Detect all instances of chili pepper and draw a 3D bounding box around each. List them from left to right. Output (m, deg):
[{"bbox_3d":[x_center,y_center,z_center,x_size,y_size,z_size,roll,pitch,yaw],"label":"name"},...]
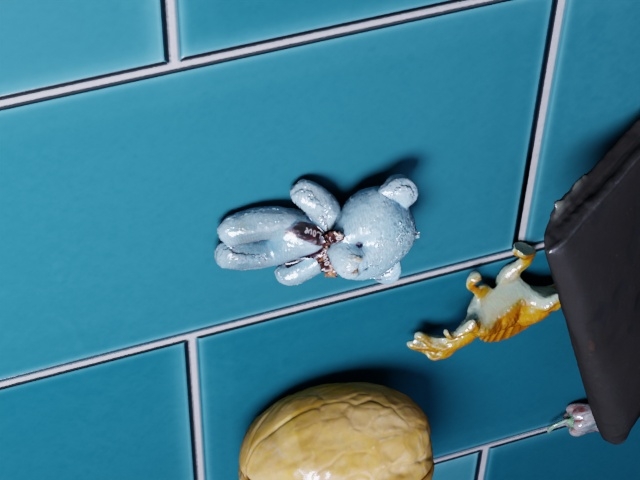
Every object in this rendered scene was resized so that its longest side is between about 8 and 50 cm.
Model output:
[{"bbox_3d":[0.331,0.196,1.805,0.153,0.041,0.050,-10,-179,-19],"label":"chili pepper"}]

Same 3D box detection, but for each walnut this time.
[{"bbox_3d":[0.018,0.223,1.578,0.197,0.165,0.165,-5,137,-28],"label":"walnut"}]

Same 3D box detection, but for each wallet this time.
[{"bbox_3d":[0.308,0.040,1.557,0.197,0.051,0.377,-49,144,-17],"label":"wallet"}]

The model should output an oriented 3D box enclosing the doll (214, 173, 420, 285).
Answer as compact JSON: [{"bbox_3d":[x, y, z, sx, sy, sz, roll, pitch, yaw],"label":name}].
[{"bbox_3d":[0.002,0.003,1.385,0.180,0.075,0.120,-9,135,-19],"label":"doll"}]

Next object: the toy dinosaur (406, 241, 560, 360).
[{"bbox_3d":[0.204,0.070,1.583,0.212,0.057,0.142,3,135,-30],"label":"toy dinosaur"}]
